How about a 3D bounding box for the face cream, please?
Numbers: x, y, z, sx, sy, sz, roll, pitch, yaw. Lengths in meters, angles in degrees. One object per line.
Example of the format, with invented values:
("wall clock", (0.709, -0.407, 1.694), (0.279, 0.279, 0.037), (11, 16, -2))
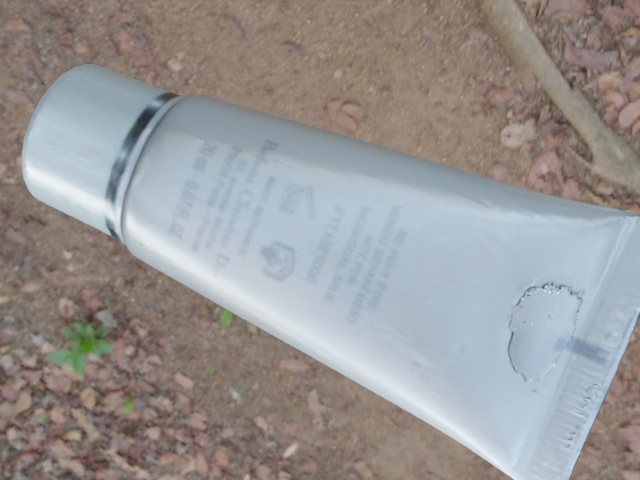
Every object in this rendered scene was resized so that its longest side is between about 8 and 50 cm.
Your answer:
("face cream", (0.000, 0.000, 0.446), (0.314, 0.089, 0.143), (23, 93, 12))
